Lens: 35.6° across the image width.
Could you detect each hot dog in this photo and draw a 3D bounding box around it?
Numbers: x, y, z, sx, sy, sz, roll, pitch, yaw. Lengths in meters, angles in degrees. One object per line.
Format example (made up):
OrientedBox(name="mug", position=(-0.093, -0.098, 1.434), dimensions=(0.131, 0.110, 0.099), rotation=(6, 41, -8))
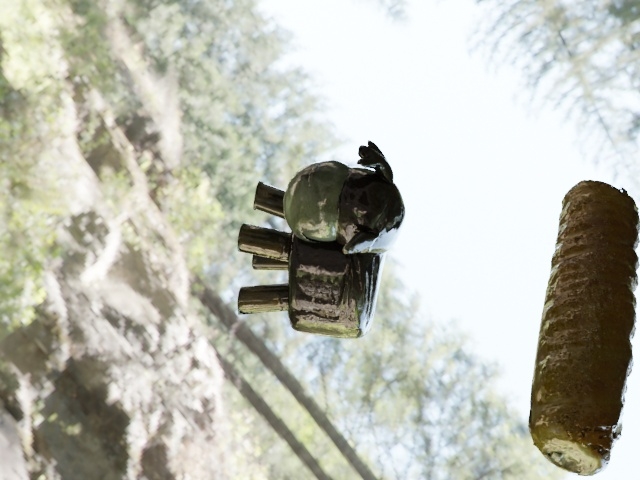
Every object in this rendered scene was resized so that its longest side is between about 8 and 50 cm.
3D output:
OrientedBox(name="hot dog", position=(0.224, 0.057, 0.820), dimensions=(0.068, 0.083, 0.289), rotation=(-36, -154, 45))

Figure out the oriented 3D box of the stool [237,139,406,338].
OrientedBox(name="stool", position=(0.000, 0.000, 0.770), dimensions=(0.121, 0.217, 0.125), rotation=(10, -115, 4))
